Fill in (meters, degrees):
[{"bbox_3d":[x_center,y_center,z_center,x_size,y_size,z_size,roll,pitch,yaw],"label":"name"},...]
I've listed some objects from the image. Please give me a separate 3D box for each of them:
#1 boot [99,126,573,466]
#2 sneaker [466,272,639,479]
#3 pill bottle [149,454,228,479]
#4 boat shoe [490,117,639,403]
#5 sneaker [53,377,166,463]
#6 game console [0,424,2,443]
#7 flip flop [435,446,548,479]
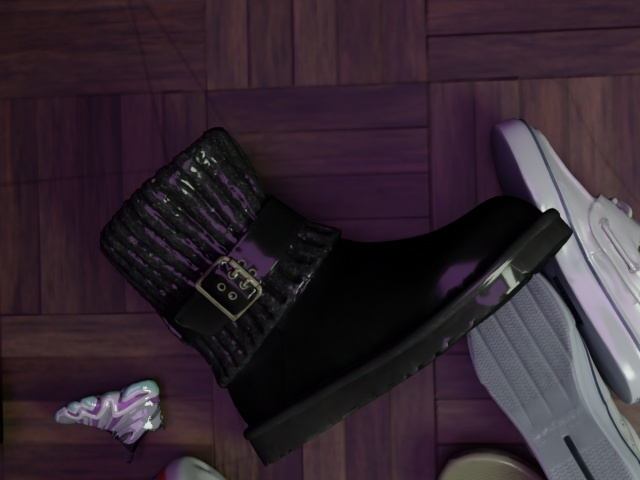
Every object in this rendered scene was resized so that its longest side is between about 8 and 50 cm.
[{"bbox_3d":[-0.002,0.001,0.941,0.348,0.131,0.260,-36,85,22],"label":"boot"},{"bbox_3d":[0.197,0.135,0.970,0.094,0.091,0.258,-28,65,17],"label":"sneaker"},{"bbox_3d":[-0.158,0.299,0.993,0.221,0.124,0.124,-42,85,5],"label":"pill bottle"},{"bbox_3d":[0.228,0.006,0.971,0.084,0.095,0.258,-28,92,-5],"label":"boat shoe"},{"bbox_3d":[-0.186,0.168,1.040,0.098,0.038,0.069,-17,87,7],"label":"sneaker"},{"bbox_3d":[-0.497,0.057,1.037,0.342,0.060,0.386,-16,84,-11],"label":"game console"},{"bbox_3d":[0.160,0.310,0.972,0.112,0.080,0.277,-7,92,11],"label":"flip flop"}]
